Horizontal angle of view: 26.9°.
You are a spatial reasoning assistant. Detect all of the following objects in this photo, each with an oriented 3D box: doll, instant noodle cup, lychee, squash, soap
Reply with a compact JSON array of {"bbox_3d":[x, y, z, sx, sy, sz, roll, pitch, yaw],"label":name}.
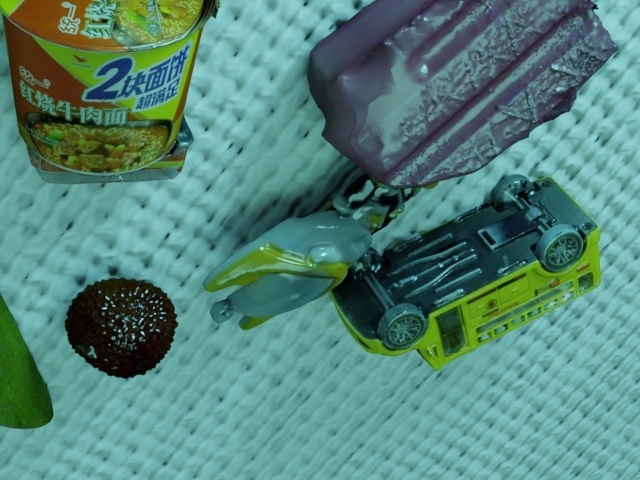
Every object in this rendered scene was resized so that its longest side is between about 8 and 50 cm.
[{"bbox_3d":[0.002,0.002,1.594,0.316,0.145,0.103,-39,88,-3],"label":"doll"},{"bbox_3d":[-0.212,-0.176,1.302,0.213,0.213,0.174,-8,135,-20],"label":"instant noodle cup"},{"bbox_3d":[-0.228,0.100,1.549,0.129,0.123,0.123,-10,134,-54],"label":"lychee"},{"bbox_3d":[-0.411,0.166,1.526,0.169,0.093,0.252,-23,131,-10],"label":"squash"},{"bbox_3d":[0.150,-0.192,1.478,0.325,0.127,0.220,-39,120,4],"label":"soap"}]

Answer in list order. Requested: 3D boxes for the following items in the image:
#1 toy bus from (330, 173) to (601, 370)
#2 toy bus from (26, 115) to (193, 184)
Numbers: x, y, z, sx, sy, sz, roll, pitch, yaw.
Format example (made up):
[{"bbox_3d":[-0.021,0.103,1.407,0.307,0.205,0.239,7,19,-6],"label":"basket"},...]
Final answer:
[{"bbox_3d":[0.183,0.053,1.684,0.330,0.144,0.152,-25,132,-8],"label":"toy bus"},{"bbox_3d":[-0.229,-0.104,1.424,0.174,0.079,0.077,-4,135,-22],"label":"toy bus"}]
